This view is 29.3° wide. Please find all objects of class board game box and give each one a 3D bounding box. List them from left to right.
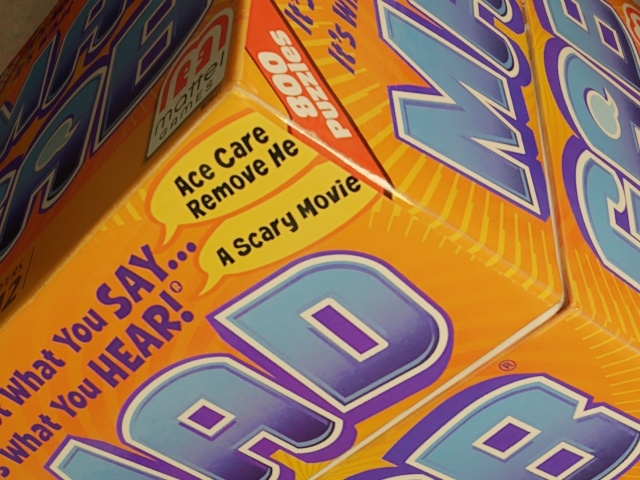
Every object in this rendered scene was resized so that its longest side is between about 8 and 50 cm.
[{"bbox_3d":[0.000,0.000,0.741,0.356,0.357,0.356,31,128,-25],"label":"board game box"}]
